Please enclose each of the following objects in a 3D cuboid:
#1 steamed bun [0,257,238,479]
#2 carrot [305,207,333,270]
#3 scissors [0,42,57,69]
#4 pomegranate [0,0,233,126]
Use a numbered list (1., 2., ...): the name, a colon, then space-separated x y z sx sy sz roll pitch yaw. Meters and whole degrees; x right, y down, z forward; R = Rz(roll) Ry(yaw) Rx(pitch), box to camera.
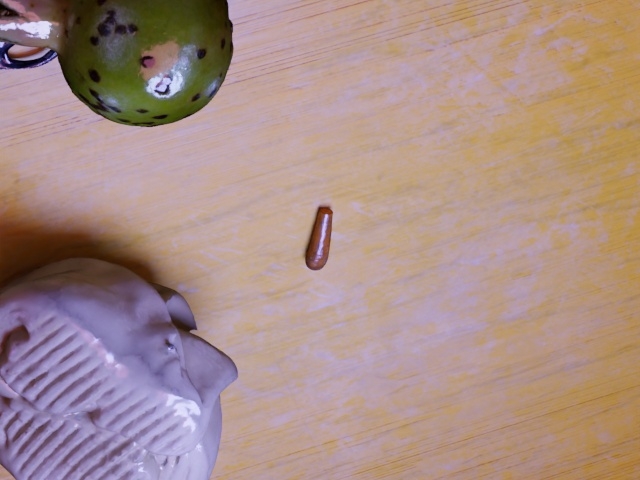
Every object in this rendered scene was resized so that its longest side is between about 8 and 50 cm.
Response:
1. steamed bun: -0.276 0.178 2.234 0.368 0.255 0.342 40 127 -8
2. carrot: 0.000 0.000 2.339 0.032 0.032 0.093 1 122 -20
3. scissors: -0.433 -0.202 2.037 0.300 0.022 0.109 -31 126 5
4. pomegranate: -0.239 -0.246 1.970 0.286 0.231 0.231 14 124 4
